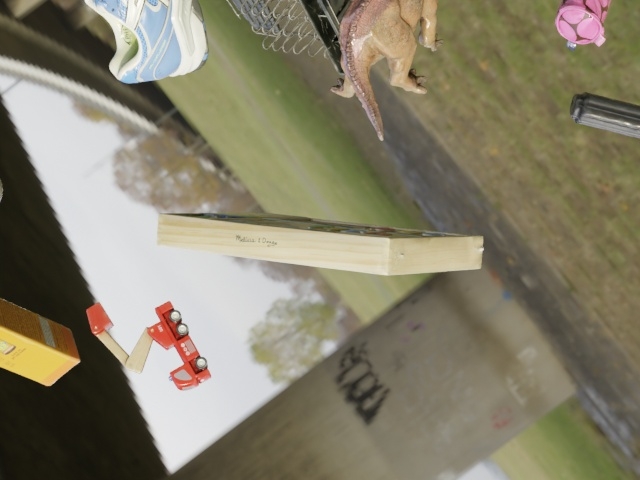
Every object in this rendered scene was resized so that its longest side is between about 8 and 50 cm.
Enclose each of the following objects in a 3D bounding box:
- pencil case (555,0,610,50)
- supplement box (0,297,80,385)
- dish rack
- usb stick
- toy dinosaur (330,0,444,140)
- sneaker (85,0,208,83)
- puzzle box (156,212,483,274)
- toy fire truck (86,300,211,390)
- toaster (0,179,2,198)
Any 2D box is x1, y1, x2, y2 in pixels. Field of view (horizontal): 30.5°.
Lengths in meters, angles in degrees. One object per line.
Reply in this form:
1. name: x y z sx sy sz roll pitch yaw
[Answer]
1. pencil case: 0.492 -0.443 2.126 0.098 0.209 0.095 27 146 -1
2. supplement box: -0.484 0.146 1.818 0.233 0.078 0.080 35 -157 -51
3. dish rack: -0.064 -0.358 1.761 0.272 0.074 0.208 17 150 39
4. usb stick: 0.483 -0.154 1.617 0.278 0.045 0.077 14 -160 4
5. toy dinosaur: 0.077 -0.278 1.388 0.127 0.295 0.200 17 160 14
6. sneaker: -0.155 -0.227 0.977 0.080 0.081 0.211 26 137 51
7. puzzle box: 0.000 0.000 1.730 0.409 0.052 0.272 7 -176 34
8. toy fire truck: -0.273 0.166 1.869 0.192 0.135 0.047 60 170 9
9. toaster: -0.530 -0.078 1.502 0.227 0.129 0.146 23 172 6
